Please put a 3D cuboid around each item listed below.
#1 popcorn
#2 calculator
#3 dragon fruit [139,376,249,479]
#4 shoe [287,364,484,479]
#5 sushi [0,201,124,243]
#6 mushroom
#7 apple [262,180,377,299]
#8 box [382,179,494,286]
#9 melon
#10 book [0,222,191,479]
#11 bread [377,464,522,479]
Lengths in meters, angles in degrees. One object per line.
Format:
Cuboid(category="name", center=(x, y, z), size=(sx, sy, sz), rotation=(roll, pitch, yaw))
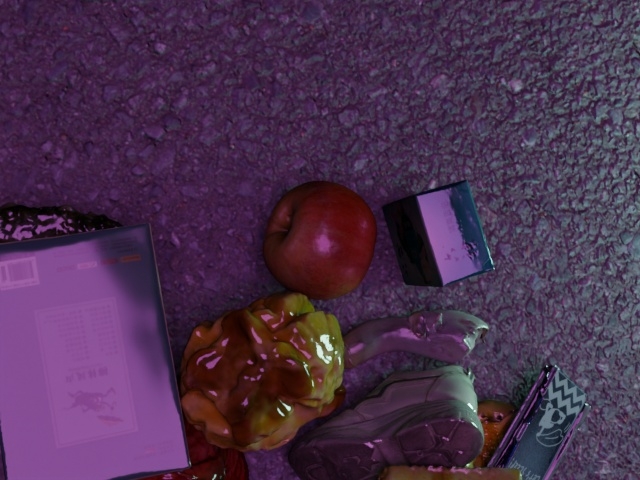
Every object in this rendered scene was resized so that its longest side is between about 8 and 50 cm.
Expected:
Cuboid(category="popcorn", center=(-0.076, 0.201, 1.449), size=(0.332, 0.225, 0.265), rotation=(13, 117, -48))
Cuboid(category="calculator", center=(0.377, 0.362, 1.606), size=(0.166, 0.028, 0.274), rotation=(39, 79, -38))
Cuboid(category="dragon fruit", center=(-0.259, 0.379, 1.465), size=(0.240, 0.302, 0.330), rotation=(-4, 69, 21))
Cuboid(category="shoe", center=(0.115, 0.308, 1.530), size=(0.342, 0.210, 0.132), rotation=(-20, 111, 22))
Cuboid(category="sushi", center=(-0.441, 0.088, 1.430), size=(0.352, 0.178, 0.294), rotation=(1, 86, -11))
Cuboid(category="mushroom", center=(0.155, 0.170, 1.579), size=(0.278, 0.099, 0.096), rotation=(-3, 73, -6))
Cuboid(category="apple", center=(0.000, 0.000, 1.502), size=(0.164, 0.209, 0.209), rotation=(25, 83, -27))
Cuboid(category="box", center=(0.188, -0.007, 1.512), size=(0.092, 0.245, 0.153), rotation=(-18, 90, -10))
Cuboid(category="melon", center=(0.275, 0.359, 1.597), size=(0.160, 0.079, 0.128), rotation=(-32, 116, -31))
Cuboid(category="book", center=(-0.348, 0.175, 1.332), size=(0.264, 0.031, 0.379), rotation=(-8, 84, -15))
Cuboid(category="bread", center=(0.176, 0.538, 1.489), size=(0.233, 0.361, 0.244), rotation=(4, 59, -6))
